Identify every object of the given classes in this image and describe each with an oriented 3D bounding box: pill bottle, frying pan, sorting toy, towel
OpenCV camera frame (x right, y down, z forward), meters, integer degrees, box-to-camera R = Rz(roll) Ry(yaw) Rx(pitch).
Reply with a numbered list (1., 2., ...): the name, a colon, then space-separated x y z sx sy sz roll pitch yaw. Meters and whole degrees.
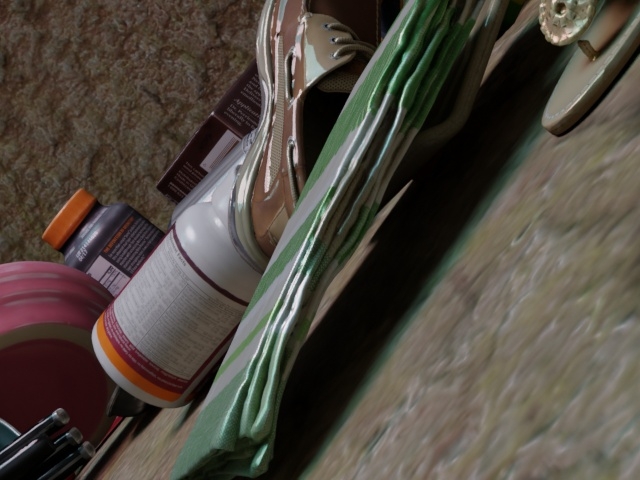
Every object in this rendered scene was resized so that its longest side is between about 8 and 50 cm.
1. pill bottle: -0.252 0.037 1.627 0.130 0.245 0.130 -50 6 8
2. frying pan: -0.209 0.169 1.479 0.197 0.053 0.326 -56 -4 -43
3. sorting toy: 0.107 -0.135 0.802 0.229 0.041 0.307 -64 6 -20
4. pill bottle: -0.106 0.042 1.126 0.221 0.121 0.121 -49 7 20
5. towel: 0.000 0.000 0.746 0.325 0.038 0.248 -66 6 -19

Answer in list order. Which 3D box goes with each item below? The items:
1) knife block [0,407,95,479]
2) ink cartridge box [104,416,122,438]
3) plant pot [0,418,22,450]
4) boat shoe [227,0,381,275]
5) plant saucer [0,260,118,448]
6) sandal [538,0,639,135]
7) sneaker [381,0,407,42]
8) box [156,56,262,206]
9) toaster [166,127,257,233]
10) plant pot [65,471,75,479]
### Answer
1. knife block: -0.306 0.242 0.940 0.088 0.275 0.242 168 111 -81
2. ink cartridge box: -0.336 0.223 1.834 0.172 0.100 0.237 -48 7 15
3. plant pot: -0.441 0.341 1.299 0.293 0.293 0.196 -59 -18 -50
4. boat shoe: 0.014 -0.125 1.029 0.116 0.123 0.325 -16 62 53
5. plant saucer: -0.371 0.187 1.476 0.332 0.332 0.084 -51 45 2
6. sandal: 0.155 -0.167 0.643 0.240 0.079 0.088 -54 6 -17
7. sneaker: 0.092 -0.214 1.176 0.126 0.127 0.321 -30 -27 -20
8. box: -0.070 -0.116 1.549 0.167 0.168 0.203 -46 8 43
9. toaster: -0.073 -0.033 1.297 0.146 0.129 0.227 -48 5 11
10. plant pot: -0.500 0.353 1.663 0.235 0.267 0.267 -42 -1 -41
